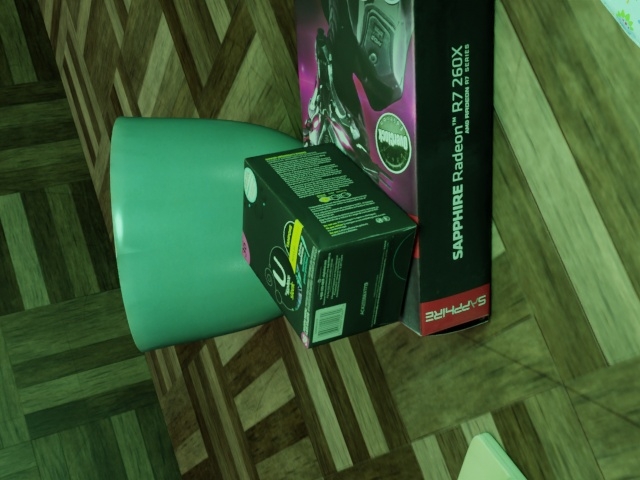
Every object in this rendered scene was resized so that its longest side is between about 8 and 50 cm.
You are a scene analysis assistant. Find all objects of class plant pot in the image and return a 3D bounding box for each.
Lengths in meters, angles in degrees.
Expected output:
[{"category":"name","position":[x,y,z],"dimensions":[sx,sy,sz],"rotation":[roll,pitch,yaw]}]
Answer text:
[{"category":"plant pot","position":[-0.118,-0.017,1.099],"dimensions":[0.293,0.235,0.292],"rotation":[175,90,-86]}]

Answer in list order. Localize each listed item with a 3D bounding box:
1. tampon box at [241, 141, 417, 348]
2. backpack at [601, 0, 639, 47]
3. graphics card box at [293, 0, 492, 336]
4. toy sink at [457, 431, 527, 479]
[{"category":"tampon box","position":[0.000,0.000,0.846],"dimensions":[0.161,0.101,0.120],"rotation":[49,144,44]},{"category":"backpack","position":[0.229,-0.161,0.517],"dimensions":[0.105,0.084,0.114],"rotation":[62,149,25]},{"category":"graphics card box","position":[0.068,-0.115,0.876],"dimensions":[0.233,0.094,0.370],"rotation":[34,131,56]},{"category":"toy sink","position":[0.160,0.333,0.861],"dimensions":[0.234,0.131,0.152],"rotation":[54,147,41]}]
